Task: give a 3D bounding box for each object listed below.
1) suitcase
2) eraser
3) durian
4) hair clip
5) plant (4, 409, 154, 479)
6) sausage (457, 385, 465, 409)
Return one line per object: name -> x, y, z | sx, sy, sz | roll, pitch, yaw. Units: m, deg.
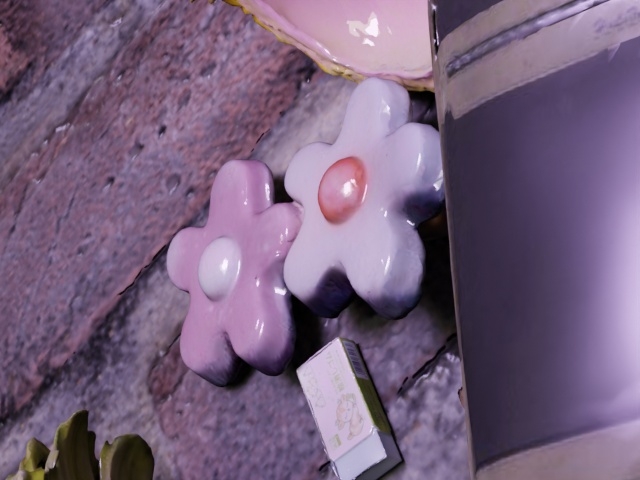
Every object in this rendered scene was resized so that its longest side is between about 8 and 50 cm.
suitcase -> 0.193, 0.013, 0.875 | 0.283, 0.194, 0.434 | -19, 63, 35
eraser -> 0.016, 0.099, 1.117 | 0.038, 0.019, 0.083 | -38, 55, 24
durian -> 0.068, -0.209, 1.078 | 0.195, 0.185, 0.305 | -57, 12, -32
hair clip -> -0.006, -0.001, 1.139 | 0.257, 0.075, 0.146 | -23, 66, 39
plant -> -0.073, 0.232, 1.078 | 0.261, 0.297, 0.306 | 14, 130, 65
sausage -> 0.113, 0.116, 1.024 | 0.026, 0.026, 0.116 | -51, 51, 17
